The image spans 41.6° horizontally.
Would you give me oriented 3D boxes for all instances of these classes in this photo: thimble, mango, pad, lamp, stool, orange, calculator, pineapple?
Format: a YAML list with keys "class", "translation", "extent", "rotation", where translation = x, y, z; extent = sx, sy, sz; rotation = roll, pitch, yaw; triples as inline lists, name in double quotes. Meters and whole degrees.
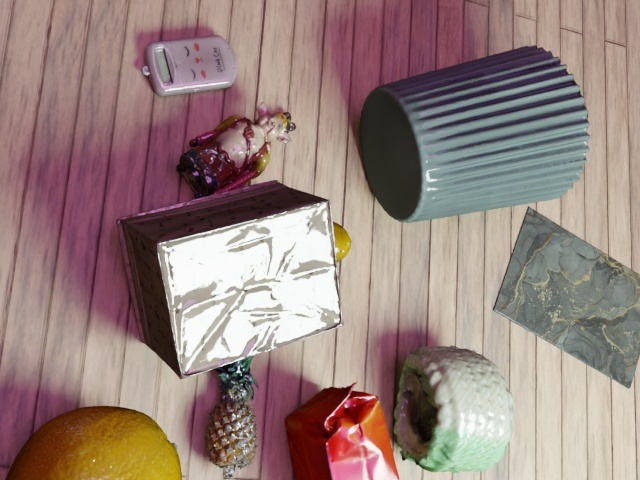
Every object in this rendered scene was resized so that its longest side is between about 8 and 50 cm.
- class: "thimble"
  translation: [0.224, 0.293, 1.469]
  extent: [0.150, 0.219, 0.219]
  rotation: [6, 77, -22]
- class: "mango"
  translation: [0.000, 0.000, 1.516]
  extent: [0.114, 0.060, 0.080]
  rotation: [6, 74, -18]
- class: "pad"
  translation: [0.540, 0.119, 1.752]
  extent: [0.367, 0.007, 0.248]
  rotation: [30, 69, -15]
- class: "lamp"
  translation: [-0.129, -0.165, 1.469]
  extent: [0.253, 0.118, 0.118]
  rotation: [-33, 93, -24]
- class: "stool"
  translation: [0.270, -0.185, 1.557]
  extent: [0.330, 0.297, 0.297]
  rotation: [-15, 85, -20]
- class: "orange"
  translation: [-0.319, 0.365, 1.210]
  extent: [0.264, 0.264, 0.264]
  rotation: [5, 77, -22]
- class: "calculator"
  translation: [-0.233, -0.311, 1.500]
  extent: [0.175, 0.032, 0.100]
  rotation: [-13, 84, -24]
- class: "pineapple"
  translation: [-0.150, 0.277, 1.380]
  extent: [0.103, 0.083, 0.221]
  rotation: [5, 74, -23]

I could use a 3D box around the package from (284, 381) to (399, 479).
- class: "package"
  translation: [0.057, 0.445, 1.371]
  extent: [0.123, 0.196, 0.424]
  rotation: [-12, 85, -20]

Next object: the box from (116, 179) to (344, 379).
- class: "box"
  translation: [-0.140, 0.053, 1.345]
  extent: [0.297, 0.190, 0.225]
  rotation: [-15, 109, -25]
